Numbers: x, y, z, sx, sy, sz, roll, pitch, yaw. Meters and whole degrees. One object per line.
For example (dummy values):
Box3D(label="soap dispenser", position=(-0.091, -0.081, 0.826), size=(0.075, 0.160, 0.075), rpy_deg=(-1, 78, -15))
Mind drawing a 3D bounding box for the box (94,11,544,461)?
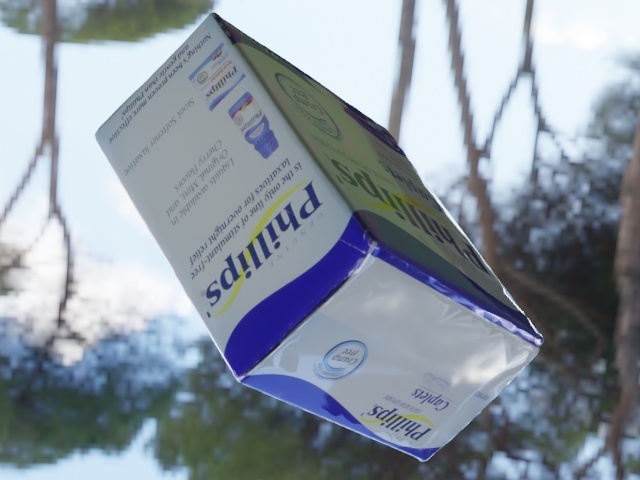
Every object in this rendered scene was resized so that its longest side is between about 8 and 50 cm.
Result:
Box3D(label="box", position=(0.000, 0.000, 0.695), size=(0.126, 0.072, 0.137), rpy_deg=(29, -158, -50))
